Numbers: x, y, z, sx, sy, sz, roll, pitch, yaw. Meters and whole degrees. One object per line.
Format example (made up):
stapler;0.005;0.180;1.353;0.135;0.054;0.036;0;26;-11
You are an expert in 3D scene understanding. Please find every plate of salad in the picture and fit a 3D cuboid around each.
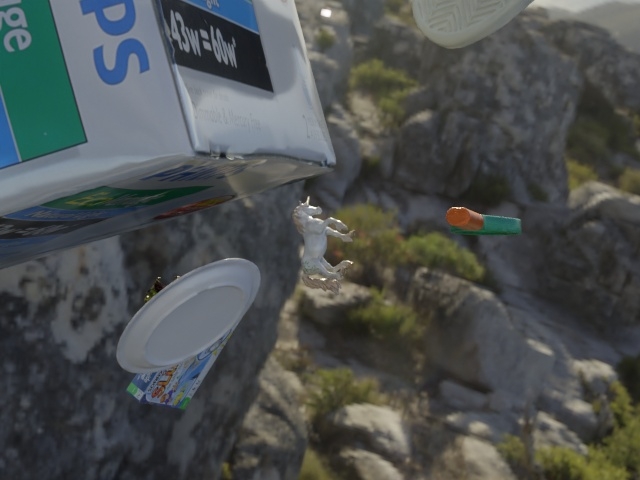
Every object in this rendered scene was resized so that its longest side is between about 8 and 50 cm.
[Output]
plate of salad;-0.160;0.085;1.347;0.199;0.200;0.048;-13;55;-42

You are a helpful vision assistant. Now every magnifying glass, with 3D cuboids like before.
magnifying glass;0.195;-0.023;1.406;0.092;0.026;0.231;1;-1;19

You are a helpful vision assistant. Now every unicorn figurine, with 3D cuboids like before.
unicorn figurine;0.000;0.000;1.788;0.111;0.162;0.060;5;-15;27

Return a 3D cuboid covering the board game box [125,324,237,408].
board game box;-0.211;0.172;1.799;0.035;0.201;0.136;34;4;28

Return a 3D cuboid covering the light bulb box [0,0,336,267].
light bulb box;-0.216;-0.107;0.784;0.361;0.225;0.358;-16;-1;14

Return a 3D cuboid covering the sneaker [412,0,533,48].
sneaker;0.244;-0.326;1.148;0.131;0.350;0.148;50;16;22
